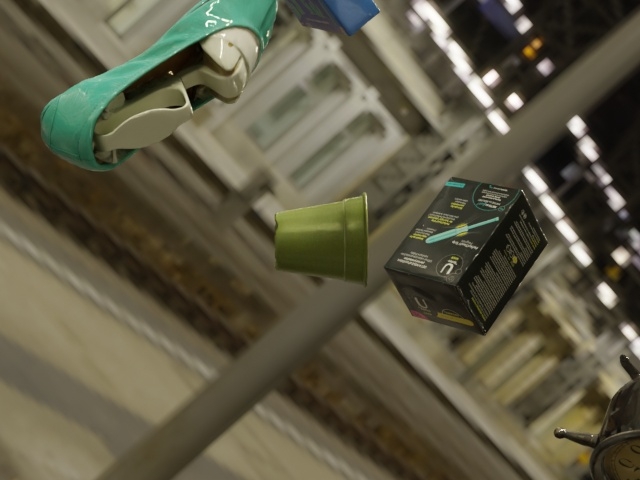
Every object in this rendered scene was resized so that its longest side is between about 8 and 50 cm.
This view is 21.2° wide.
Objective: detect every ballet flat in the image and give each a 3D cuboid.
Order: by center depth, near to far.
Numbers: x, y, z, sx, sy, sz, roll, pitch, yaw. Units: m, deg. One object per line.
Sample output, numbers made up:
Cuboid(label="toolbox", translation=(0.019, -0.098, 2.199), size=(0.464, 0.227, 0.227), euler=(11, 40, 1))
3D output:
Cuboid(label="ballet flat", translation=(-0.115, -0.130, 1.434), size=(0.087, 0.247, 0.083), euler=(40, -24, 37))

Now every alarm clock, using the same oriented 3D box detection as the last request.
Cuboid(label="alarm clock", translation=(0.246, 0.140, 1.019), size=(0.192, 0.064, 0.129), euler=(35, -33, -9))

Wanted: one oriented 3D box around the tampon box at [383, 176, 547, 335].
Cuboid(label="tampon box", translation=(0.182, 0.019, 2.128), size=(0.120, 0.161, 0.101), euler=(15, -32, 43))

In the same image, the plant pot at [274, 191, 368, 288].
Cuboid(label="plant pot", translation=(0.000, 0.000, 1.467), size=(0.083, 0.079, 0.083), euler=(180, -90, -89))

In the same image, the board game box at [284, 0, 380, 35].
Cuboid(label="board game box", translation=(-0.038, -0.318, 1.826), size=(0.210, 0.047, 0.160), euler=(53, -8, -19))
